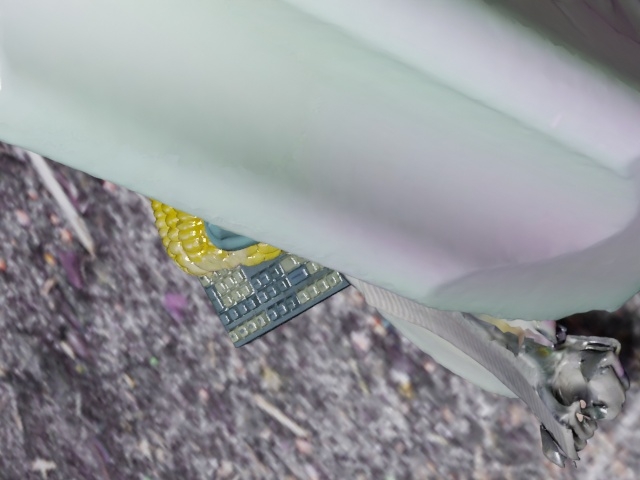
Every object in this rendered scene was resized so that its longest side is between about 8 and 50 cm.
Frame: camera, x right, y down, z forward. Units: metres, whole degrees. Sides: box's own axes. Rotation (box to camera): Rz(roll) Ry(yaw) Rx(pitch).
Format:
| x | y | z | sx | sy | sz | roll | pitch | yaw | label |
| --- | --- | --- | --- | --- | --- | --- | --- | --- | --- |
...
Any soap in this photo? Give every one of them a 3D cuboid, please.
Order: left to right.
| x | y | z | sx | sy | sz | roll | pitch | yaw | label |
| --- | --- | --- | --- | --- | --- | --- | --- | --- | --- |
| 0.008 | -0.088 | 0.628 | 0.115 | 0.347 | 0.208 | -47 | 43 | 24 | soap |

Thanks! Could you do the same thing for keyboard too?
| x | y | z | sx | sy | sz | roll | pitch | yaw | label |
| --- | --- | --- | --- | --- | --- | --- | --- | --- | --- |
| 0.000 | -0.001 | 0.863 | 0.176 | 0.014 | 0.055 | -31 | 88 | 43 | keyboard |

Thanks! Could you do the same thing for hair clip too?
| x | y | z | sx | sy | sz | roll | pitch | yaw | label |
| --- | --- | --- | --- | --- | --- | --- | --- | --- | --- |
| 0.057 | 0.035 | 0.782 | 0.172 | 0.049 | 0.116 | 30 | 156 | 36 | hair clip |

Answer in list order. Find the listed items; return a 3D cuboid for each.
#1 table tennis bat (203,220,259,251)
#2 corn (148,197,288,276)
| x | y | z | sx | sy | sz | roll | pitch | yaw | label |
| --- | --- | --- | --- | --- | --- | --- | --- | --- | --- |
| -0.062 | -0.114 | 0.780 | 0.153 | 0.040 | 0.244 | -20 | 80 | 15 | table tennis bat |
| -0.057 | -0.066 | 0.837 | 0.085 | 0.063 | 0.165 | -11 | 97 | 56 | corn |
